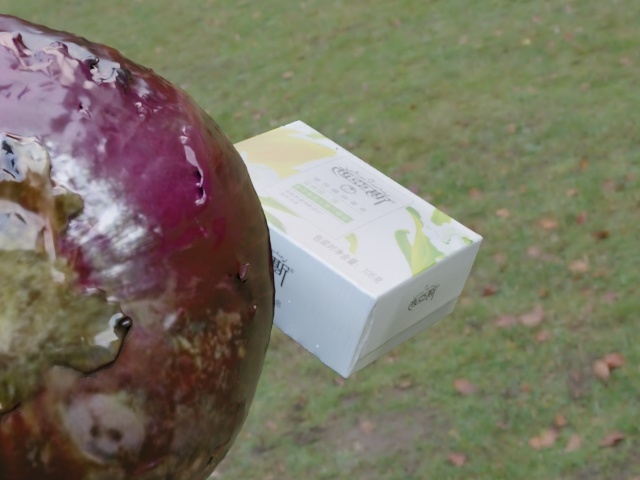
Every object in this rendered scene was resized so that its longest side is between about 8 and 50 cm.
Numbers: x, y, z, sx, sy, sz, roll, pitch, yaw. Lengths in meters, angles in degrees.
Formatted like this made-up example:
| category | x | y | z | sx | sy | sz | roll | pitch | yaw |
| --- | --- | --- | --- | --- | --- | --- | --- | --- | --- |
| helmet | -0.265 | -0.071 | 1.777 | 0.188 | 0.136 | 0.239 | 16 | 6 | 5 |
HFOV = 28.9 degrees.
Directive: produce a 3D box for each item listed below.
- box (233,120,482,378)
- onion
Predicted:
| category | x | y | z | sx | sy | sz | roll | pitch | yaw |
| --- | --- | --- | --- | --- | --- | --- | --- | --- | --- |
| box | 0.000 | 0.000 | 1.268 | 0.260 | 0.111 | 0.194 | 32 | 35 | 25 |
| onion | -0.213 | 0.035 | 0.763 | 0.347 | 0.348 | 0.385 | -24 | 8 | -16 |
